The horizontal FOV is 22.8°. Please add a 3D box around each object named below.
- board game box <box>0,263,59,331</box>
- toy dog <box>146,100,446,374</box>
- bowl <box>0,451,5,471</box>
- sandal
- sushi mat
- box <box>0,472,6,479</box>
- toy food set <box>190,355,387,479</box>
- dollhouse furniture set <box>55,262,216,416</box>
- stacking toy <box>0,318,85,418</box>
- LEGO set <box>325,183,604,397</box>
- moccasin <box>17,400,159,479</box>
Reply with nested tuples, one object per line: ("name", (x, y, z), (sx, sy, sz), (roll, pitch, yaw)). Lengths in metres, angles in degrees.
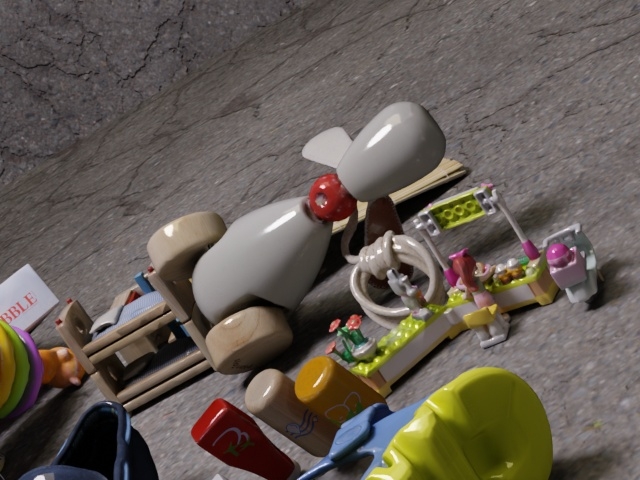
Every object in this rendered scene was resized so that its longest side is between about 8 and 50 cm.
("board game box", (-0.487, 0.183, 1.941), (0.318, 0.066, 0.318), (-42, 3, -26))
("toy dog", (0.000, 0.000, 1.527), (0.333, 0.220, 0.161), (-15, -8, 30))
("bowl", (-0.440, 0.260, 1.743), (0.170, 0.080, 0.170), (-31, 16, 10))
("sandal", (0.006, 0.199, 1.023), (0.317, 0.126, 0.138), (-32, 10, -26))
("sushi mat", (-0.004, -0.020, 1.728), (0.316, 0.019, 0.151), (-26, 12, -15))
("box", (-0.409, 0.309, 1.512), (0.261, 0.103, 0.184), (-38, 14, -16))
("toy food set", (-0.045, 0.192, 1.221), (0.232, 0.104, 0.111), (-52, 31, 1))
("dollhouse furniture set", (-0.180, 0.074, 1.694), (0.129, 0.129, 0.184), (-29, 17, 15))
("stacking toy", (-0.371, 0.141, 1.752), (0.302, 0.175, 0.166), (7, -67, -57))
("LEGO set", (0.086, 0.046, 1.311), (0.287, 0.107, 0.132), (-29, 17, 15))
("moccasin", (-0.215, 0.230, 1.247), (0.137, 0.117, 0.342), (-10, 15, 6))
